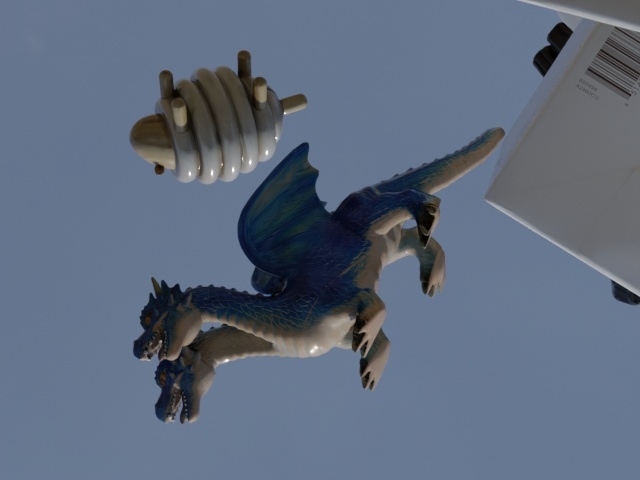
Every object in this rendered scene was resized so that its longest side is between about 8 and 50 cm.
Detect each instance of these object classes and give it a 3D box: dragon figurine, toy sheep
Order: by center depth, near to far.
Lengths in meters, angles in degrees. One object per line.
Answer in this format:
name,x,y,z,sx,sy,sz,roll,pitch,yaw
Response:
dragon figurine,0.000,0.000,1.193,0.144,0.085,0.289,24,-114,21
toy sheep,-0.071,-0.084,1.339,0.132,0.091,0.091,-13,-146,-12

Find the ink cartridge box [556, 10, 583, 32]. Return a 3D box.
ink cartridge box,0.407,-0.294,2.151,0.232,0.171,0.168,-21,-116,-10

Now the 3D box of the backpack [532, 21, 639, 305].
backpack,0.320,-0.108,1.785,0.213,0.276,0.263,-22,-170,0

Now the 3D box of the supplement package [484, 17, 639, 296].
supplement package,0.271,-0.100,1.324,0.204,0.262,0.145,32,-160,0

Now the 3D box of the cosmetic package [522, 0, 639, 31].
cosmetic package,0.205,-0.210,1.064,0.151,0.184,0.151,23,-163,39
